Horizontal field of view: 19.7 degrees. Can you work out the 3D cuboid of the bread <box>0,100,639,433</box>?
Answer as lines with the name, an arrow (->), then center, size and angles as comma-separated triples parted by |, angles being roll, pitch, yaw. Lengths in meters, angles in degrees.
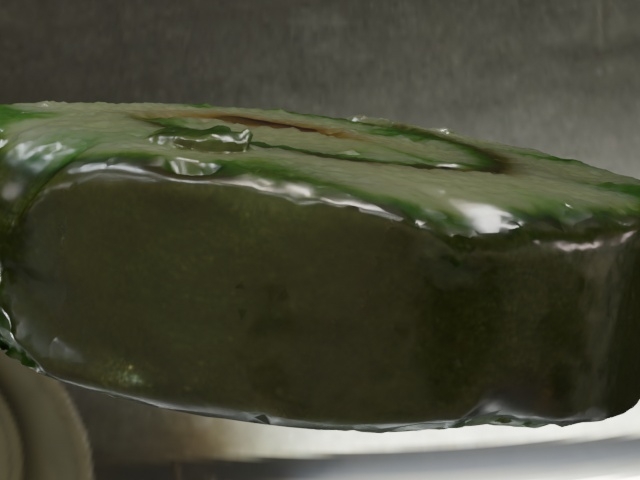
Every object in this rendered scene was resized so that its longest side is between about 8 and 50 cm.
bread -> 0.000, 0.000, 0.988 | 0.366, 0.382, 0.129 | 11, -81, 20
